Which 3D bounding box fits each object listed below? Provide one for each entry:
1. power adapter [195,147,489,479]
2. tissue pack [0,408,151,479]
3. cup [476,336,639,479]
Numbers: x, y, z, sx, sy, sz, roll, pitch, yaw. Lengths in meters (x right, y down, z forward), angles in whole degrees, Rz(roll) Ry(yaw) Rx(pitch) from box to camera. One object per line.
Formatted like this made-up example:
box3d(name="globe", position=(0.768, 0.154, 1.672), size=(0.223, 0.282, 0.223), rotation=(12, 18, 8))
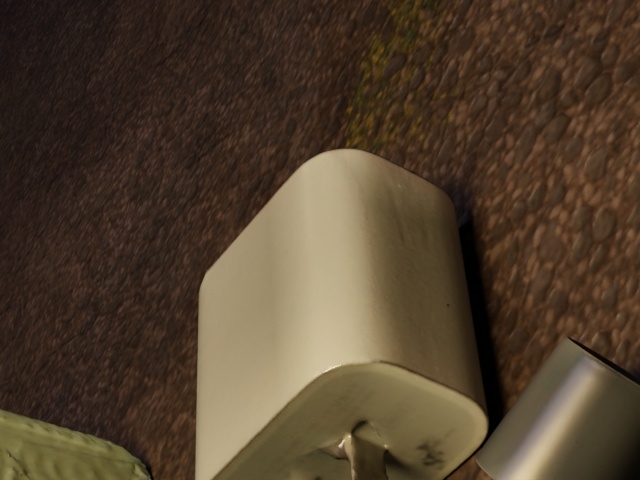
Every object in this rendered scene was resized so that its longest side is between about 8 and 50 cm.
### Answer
box3d(name="power adapter", position=(0.007, 0.094, 0.935), size=(0.187, 0.124, 0.255), rotation=(-48, 29, 34))
box3d(name="tissue pack", position=(-0.374, 0.319, 1.235), size=(0.405, 0.331, 0.205), rotation=(-52, 31, 26))
box3d(name="cup", position=(0.138, 0.103, 0.743), size=(0.100, 0.078, 0.077), rotation=(35, 95, 31))
